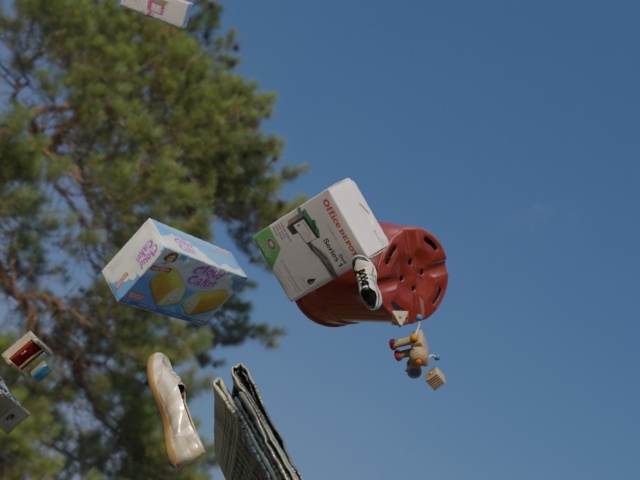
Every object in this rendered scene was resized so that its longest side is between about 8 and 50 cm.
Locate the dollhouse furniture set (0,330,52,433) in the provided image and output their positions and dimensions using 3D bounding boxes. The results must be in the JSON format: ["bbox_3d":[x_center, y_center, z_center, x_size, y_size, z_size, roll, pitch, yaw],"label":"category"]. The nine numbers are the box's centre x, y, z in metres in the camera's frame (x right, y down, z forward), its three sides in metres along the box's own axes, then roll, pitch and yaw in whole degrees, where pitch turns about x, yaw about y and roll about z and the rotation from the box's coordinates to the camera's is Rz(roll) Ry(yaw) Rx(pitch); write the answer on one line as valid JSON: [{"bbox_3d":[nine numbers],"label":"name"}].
[{"bbox_3d":[-0.686,0.304,2.012,0.129,0.184,0.129,40,-15,32],"label":"dollhouse furniture set"}]

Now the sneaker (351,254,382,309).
[{"bbox_3d":[0.067,0.060,1.294,0.032,0.037,0.083,-22,-90,13],"label":"sneaker"}]

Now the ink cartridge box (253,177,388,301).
[{"bbox_3d":[0.000,0.000,1.780,0.219,0.092,0.160,-32,-92,35],"label":"ink cartridge box"}]

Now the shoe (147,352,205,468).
[{"bbox_3d":[-0.245,0.282,1.538,0.076,0.058,0.219,68,1,-55],"label":"shoe"}]

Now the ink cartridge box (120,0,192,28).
[{"bbox_3d":[-0.310,-0.450,1.722,0.122,0.052,0.088,20,14,-8],"label":"ink cartridge box"}]

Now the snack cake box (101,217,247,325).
[{"bbox_3d":[-0.290,0.069,1.831,0.264,0.152,0.089,26,23,-54],"label":"snack cake box"}]

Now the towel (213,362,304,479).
[{"bbox_3d":[-0.106,0.407,1.528,0.312,0.056,0.324,58,-28,32],"label":"towel"}]

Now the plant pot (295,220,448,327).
[{"bbox_3d":[0.115,0.066,1.954,0.265,0.272,0.272,3,-43,53],"label":"plant pot"}]

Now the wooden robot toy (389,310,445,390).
[{"bbox_3d":[0.171,0.211,1.632,0.076,0.079,0.173,-21,-68,12],"label":"wooden robot toy"}]
